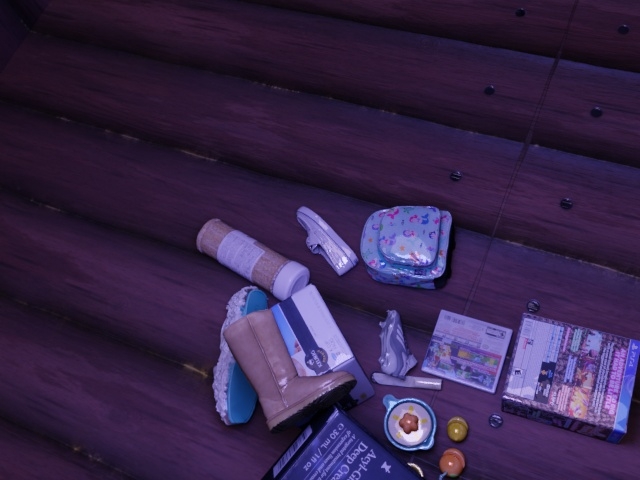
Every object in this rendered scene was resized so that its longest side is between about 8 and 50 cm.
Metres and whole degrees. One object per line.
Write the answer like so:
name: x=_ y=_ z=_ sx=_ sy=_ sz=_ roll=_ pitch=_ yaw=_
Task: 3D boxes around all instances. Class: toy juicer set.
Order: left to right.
toy juicer set: x=0.266 y=0.463 z=1.868 sx=0.209 sy=0.089 sz=0.329 roll=-16 pitch=61 yaw=5

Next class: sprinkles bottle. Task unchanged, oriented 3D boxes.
sprinkles bottle: x=-0.205 y=0.058 z=2.164 sx=0.355 sy=0.121 sz=0.121 roll=28 pitch=73 yaw=24

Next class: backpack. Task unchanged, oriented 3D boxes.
backpack: x=0.239 y=0.013 z=2.055 sx=0.253 sy=0.191 sz=0.225 roll=3 pitch=65 yaw=20

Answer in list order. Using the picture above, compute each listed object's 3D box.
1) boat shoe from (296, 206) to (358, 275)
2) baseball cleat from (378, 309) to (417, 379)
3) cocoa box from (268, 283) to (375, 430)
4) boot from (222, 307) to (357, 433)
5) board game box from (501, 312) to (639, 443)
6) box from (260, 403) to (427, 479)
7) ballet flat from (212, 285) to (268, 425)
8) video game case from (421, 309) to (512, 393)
boat shoe: x=0.000 y=0.000 z=2.161 sx=0.084 sy=0.095 sz=0.258 roll=-39 pitch=61 yaw=-13
baseball cleat: x=0.213 y=0.290 z=1.988 sx=0.109 sy=0.072 sz=0.206 roll=27 pitch=48 yaw=-16
cocoa box: x=-0.031 y=0.315 z=1.864 sx=0.227 sy=0.347 sz=0.231 roll=-30 pitch=61 yaw=-2
boot: x=-0.076 y=0.267 z=1.652 sx=0.236 sy=0.089 sz=0.270 roll=-28 pitch=61 yaw=0
board game box: x=0.622 y=0.343 z=1.815 sx=0.290 sy=0.141 sz=0.232 roll=14 pitch=68 yaw=19
box: x=0.083 y=0.609 z=1.663 sx=0.395 sy=0.212 sz=0.293 roll=40 pitch=84 yaw=-1
ballet flat: x=-0.235 y=0.327 z=2.051 sx=0.146 sy=0.147 sz=0.409 roll=1 pitch=61 yaw=14
video game case: x=0.395 y=0.298 z=1.960 sx=0.201 sy=0.023 sz=0.184 roll=15 pitch=68 yaw=19
